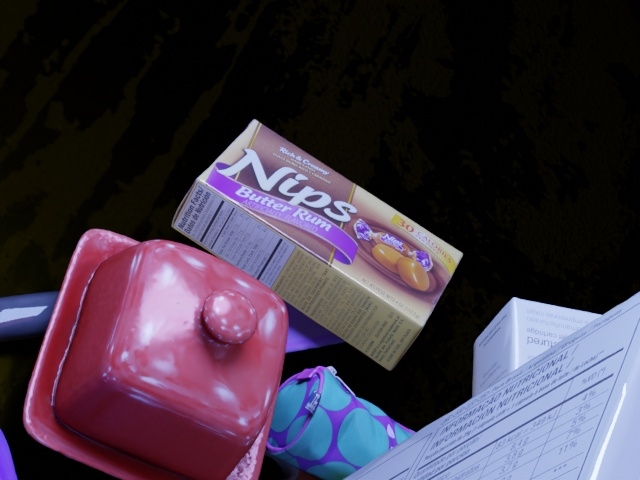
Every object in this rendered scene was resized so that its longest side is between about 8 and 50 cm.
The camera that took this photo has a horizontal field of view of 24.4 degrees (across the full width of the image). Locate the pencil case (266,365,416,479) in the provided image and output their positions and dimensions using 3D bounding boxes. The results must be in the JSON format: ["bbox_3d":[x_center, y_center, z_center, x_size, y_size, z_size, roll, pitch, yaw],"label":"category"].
[{"bbox_3d":[0.041,0.141,0.985,0.152,0.064,0.070,30,80,-18],"label":"pencil case"}]

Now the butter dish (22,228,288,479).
[{"bbox_3d":[-0.078,0.065,0.903,0.160,0.118,0.160,26,54,-19],"label":"butter dish"}]

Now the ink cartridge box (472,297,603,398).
[{"bbox_3d":[0.189,0.163,1.050,0.154,0.093,0.212,12,61,-10],"label":"ink cartridge box"}]

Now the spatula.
[{"bbox_3d":[-0.106,0.045,0.999,0.296,0.030,0.084,-1,55,-38],"label":"spatula"}]

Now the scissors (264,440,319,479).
[{"bbox_3d":[0.029,0.157,1.025,0.297,0.021,0.109,-18,69,-44],"label":"scissors"}]

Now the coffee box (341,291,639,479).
[{"bbox_3d":[0.141,0.291,0.765,0.337,0.338,0.334,43,42,-8],"label":"coffee box"}]

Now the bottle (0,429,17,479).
[{"bbox_3d":[-0.229,0.123,0.792,0.283,0.092,0.118,46,40,1],"label":"bottle"}]

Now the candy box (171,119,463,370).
[{"bbox_3d":[0.000,0.000,1.059,0.187,0.053,0.109,34,35,2],"label":"candy box"}]
